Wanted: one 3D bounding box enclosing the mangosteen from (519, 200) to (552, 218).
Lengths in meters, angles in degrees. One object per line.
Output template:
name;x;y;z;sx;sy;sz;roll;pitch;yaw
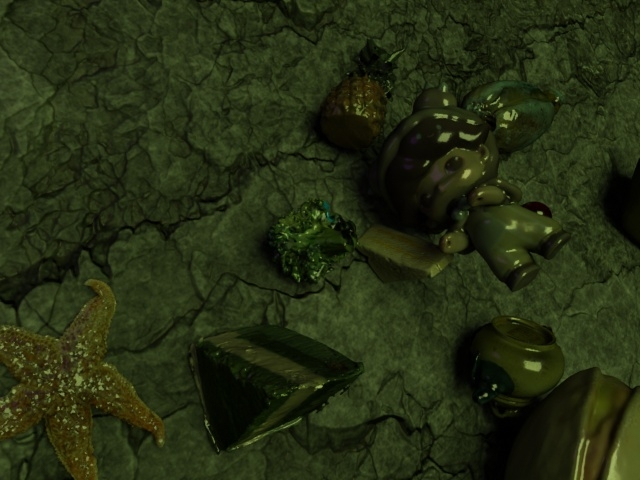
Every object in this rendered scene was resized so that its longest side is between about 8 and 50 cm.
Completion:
mangosteen;0.471;-0.049;1.227;0.081;0.081;0.081;7;74;-26

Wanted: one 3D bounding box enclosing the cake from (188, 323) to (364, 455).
cake;-0.074;0.171;0.774;0.158;0.283;0.172;-14;68;-30

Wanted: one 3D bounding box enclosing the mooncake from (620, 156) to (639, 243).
mooncake;0.943;-0.113;1.326;0.378;0.378;0.201;33;58;-17

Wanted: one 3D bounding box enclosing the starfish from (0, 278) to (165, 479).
starfish;-0.349;0.210;0.734;0.302;0.060;0.299;50;58;-9

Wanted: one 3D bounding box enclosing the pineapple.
pineapple;0.086;-0.292;1.061;0.128;0.128;0.248;34;57;-16

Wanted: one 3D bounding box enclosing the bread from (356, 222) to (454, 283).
bread;0.149;0.016;0.996;0.077;0.152;0.105;-42;103;-30

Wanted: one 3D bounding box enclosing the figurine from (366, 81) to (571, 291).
figurine;0.244;-0.087;0.947;0.203;0.248;0.381;-1;42;-43

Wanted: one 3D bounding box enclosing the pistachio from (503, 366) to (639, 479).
pistachio;0.478;0.453;0.982;0.365;0.281;0.446;19;84;-59

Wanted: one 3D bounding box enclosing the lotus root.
lotus root;0.432;-0.277;1.230;0.322;0.140;0.158;-17;61;-40

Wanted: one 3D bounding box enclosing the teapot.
teapot;0.376;0.249;1.064;0.269;0.173;0.183;-8;114;-45

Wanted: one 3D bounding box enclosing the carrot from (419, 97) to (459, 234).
carrot;0.255;-0.174;1.147;0.070;0.070;0.342;21;68;-22

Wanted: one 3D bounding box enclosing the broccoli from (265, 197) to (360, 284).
broccoli;0.000;0.000;0.914;0.167;0.160;0.155;36;62;-36
